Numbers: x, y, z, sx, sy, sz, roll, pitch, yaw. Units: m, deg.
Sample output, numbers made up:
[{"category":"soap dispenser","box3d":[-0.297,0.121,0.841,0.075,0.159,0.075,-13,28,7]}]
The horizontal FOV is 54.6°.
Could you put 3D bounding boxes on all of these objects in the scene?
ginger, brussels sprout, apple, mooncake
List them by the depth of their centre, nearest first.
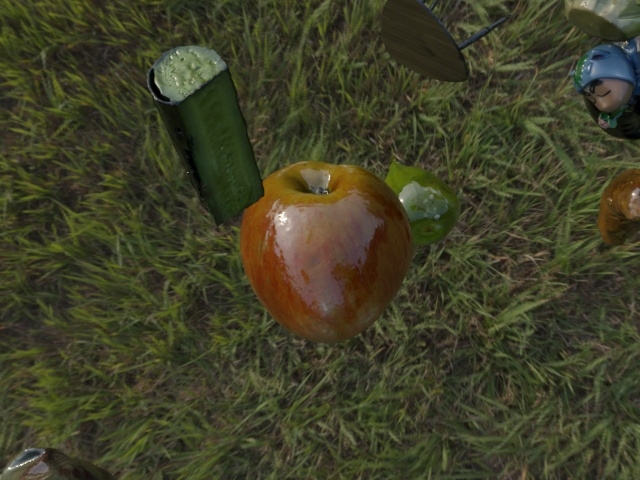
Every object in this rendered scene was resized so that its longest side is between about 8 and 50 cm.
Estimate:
[{"category":"mooncake","box3d":[-0.257,0.276,0.624,0.125,0.130,0.073,36,104,-32]},{"category":"apple","box3d":[0.000,0.000,1.027,0.302,0.301,0.301,0,90,11]},{"category":"brussels sprout","box3d":[0.518,-0.453,1.034,0.244,0.244,0.243,0,90,11]},{"category":"ginger","box3d":[0.783,-0.089,1.537,0.165,0.321,0.172,21,83,17]}]

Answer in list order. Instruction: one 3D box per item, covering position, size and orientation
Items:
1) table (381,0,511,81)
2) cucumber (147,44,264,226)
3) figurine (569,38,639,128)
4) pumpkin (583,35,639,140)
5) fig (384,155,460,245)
[{"category":"table","box3d":[0.350,-0.655,1.753,0.317,0.317,0.249,39,78,9]},{"category":"cucumber","box3d":[-0.116,-0.101,0.646,0.078,0.211,0.062,-39,64,-17]},{"category":"figurine","box3d":[0.536,-0.272,1.088,0.178,0.114,0.144,-3,94,-5]},{"category":"pumpkin","box3d":[0.726,-0.319,1.338,0.296,0.296,0.295,0,90,11]},{"category":"fig","box3d":[0.286,-0.113,1.837,0.233,0.314,0.233,1,114,2]}]
